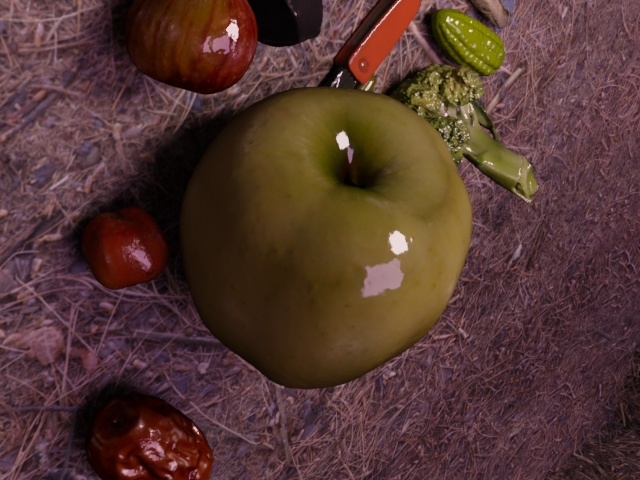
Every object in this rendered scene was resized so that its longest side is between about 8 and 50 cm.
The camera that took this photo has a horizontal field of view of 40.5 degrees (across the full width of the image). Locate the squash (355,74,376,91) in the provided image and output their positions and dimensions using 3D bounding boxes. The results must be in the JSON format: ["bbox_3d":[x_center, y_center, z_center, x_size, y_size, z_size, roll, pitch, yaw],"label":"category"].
[{"bbox_3d":[0.072,-0.266,1.570,0.083,0.027,0.027,-52,144,-10],"label":"squash"}]

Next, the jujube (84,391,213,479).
[{"bbox_3d":[-0.286,0.358,1.461,0.174,0.174,0.250,-48,144,-15],"label":"jujube"}]

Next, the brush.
[{"bbox_3d":[0.109,-0.374,1.523,0.323,0.051,0.070,-51,137,-6],"label":"brush"}]

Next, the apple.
[{"bbox_3d":[0.000,0.000,1.336,0.473,0.473,0.474,-30,135,-35],"label":"apple"}]

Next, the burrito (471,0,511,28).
[{"bbox_3d":[0.344,-0.465,1.741,0.149,0.041,0.055,24,82,-54],"label":"burrito"}]

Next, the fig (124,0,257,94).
[{"bbox_3d":[-0.154,-0.302,1.148,0.175,0.175,0.207,5,117,-51],"label":"fig"}]

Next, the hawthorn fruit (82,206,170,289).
[{"bbox_3d":[-0.283,0.010,1.264,0.128,0.128,0.128,-30,135,-35],"label":"hawthorn fruit"}]

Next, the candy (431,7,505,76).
[{"bbox_3d":[0.277,-0.389,1.677,0.209,0.096,0.097,21,98,-49],"label":"candy"}]

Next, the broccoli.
[{"bbox_3d":[0.256,-0.218,1.596,0.254,0.302,0.186,-3,122,-46],"label":"broccoli"}]

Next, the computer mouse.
[{"bbox_3d":[-0.091,-0.380,1.178,0.087,0.168,0.295,-55,144,-17],"label":"computer mouse"}]
